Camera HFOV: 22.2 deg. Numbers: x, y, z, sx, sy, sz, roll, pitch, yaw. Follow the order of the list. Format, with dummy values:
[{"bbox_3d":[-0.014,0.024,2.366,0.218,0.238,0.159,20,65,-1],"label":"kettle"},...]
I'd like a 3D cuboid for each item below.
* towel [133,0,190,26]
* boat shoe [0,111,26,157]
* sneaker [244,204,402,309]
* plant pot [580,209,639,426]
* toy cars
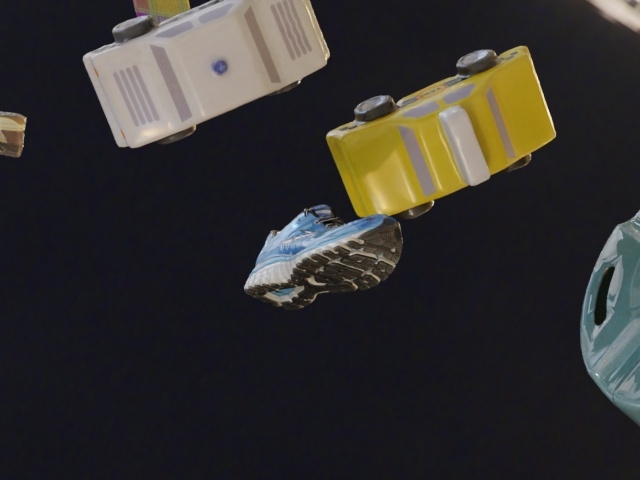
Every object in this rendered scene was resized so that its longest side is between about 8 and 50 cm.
[{"bbox_3d":[-0.158,-0.230,1.656,0.060,0.083,0.009,9,-121,10],"label":"towel"},{"bbox_3d":[-0.368,-0.104,1.608,0.152,0.049,0.056,1,-175,-1],"label":"boat shoe"},{"bbox_3d":[0.000,0.000,1.244,0.063,0.162,0.073,26,-118,-34],"label":"sneaker"},{"bbox_3d":[0.407,0.100,1.289,0.334,0.341,0.341,35,-146,-27],"label":"plant pot"},{"bbox_3d":[0.013,-0.110,1.290,0.393,0.177,0.087,16,-171,-17],"label":"toy cars"}]
